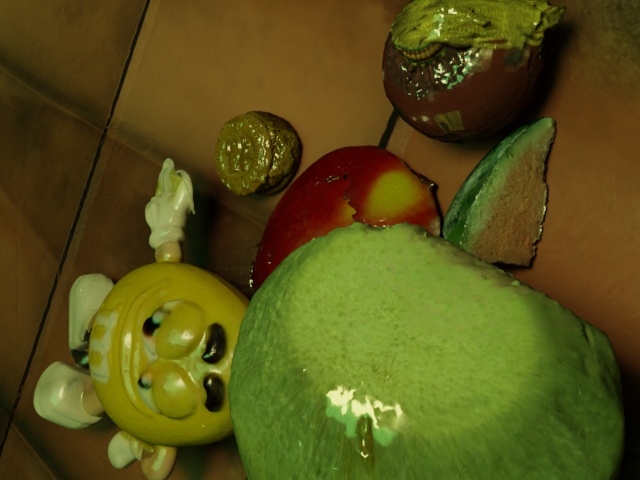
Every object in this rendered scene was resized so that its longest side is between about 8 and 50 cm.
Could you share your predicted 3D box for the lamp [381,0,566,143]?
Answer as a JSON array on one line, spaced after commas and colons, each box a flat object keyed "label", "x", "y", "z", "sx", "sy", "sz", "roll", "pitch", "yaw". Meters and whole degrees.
[{"label": "lamp", "x": 0.121, "y": -0.169, "z": 0.728, "sx": 0.156, "sy": 0.135, "sz": 0.157, "roll": 30, "pitch": 106, "yaw": 40}]

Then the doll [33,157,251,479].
[{"label": "doll", "x": -0.206, "y": 0.114, "z": 0.969, "sx": 0.423, "sy": 0.161, "sz": 0.348, "roll": -45, "pitch": 53, "yaw": 34}]

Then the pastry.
[{"label": "pastry", "x": -0.074, "y": -0.101, "z": 0.944, "sx": 0.109, "sy": 0.057, "sz": 0.097, "roll": -13, "pitch": 81, "yaw": 42}]

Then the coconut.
[{"label": "coconut", "x": 0.077, "y": 0.150, "z": 0.628, "sx": 0.328, "sy": 0.328, "sz": 0.281, "roll": -16, "pitch": 44, "yaw": 39}]

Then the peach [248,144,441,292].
[{"label": "peach", "x": -0.001, "y": -0.001, "z": 0.860, "sx": 0.279, "sy": 0.068, "sz": 0.189, "roll": -27, "pitch": 65, "yaw": 36}]

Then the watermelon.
[{"label": "watermelon", "x": 0.161, "y": -0.045, "z": 0.740, "sx": 0.101, "sy": 0.080, "sz": 0.155, "roll": -133, "pitch": 57, "yaw": -74}]
